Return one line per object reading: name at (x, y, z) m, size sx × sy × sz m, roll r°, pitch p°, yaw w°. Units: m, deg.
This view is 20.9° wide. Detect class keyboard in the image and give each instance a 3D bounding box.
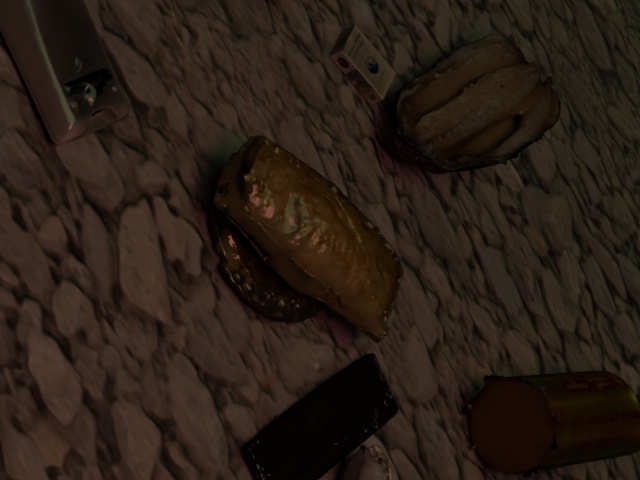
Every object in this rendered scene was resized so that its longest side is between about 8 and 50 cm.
keyboard at (0.003, 0.202, 1.878) m, size 0.250 × 0.017 × 0.087 m, roll -33°, pitch 101°, yaw -49°

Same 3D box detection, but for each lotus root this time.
lotus root at (0.185, -0.151, 2.193) m, size 0.167 × 0.078 × 0.329 m, roll 49°, pitch 41°, yaw 11°

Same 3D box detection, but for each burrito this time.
burrito at (0.041, 0.311, 1.843) m, size 0.064 × 0.064 × 0.203 m, roll 34°, pitch 52°, yaw -35°

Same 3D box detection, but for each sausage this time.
sausage at (0.323, 0.220, 2.146) m, size 0.317 × 0.117 × 0.125 m, roll 0°, pitch 35°, yaw -48°

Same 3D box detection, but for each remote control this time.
remote control at (-0.279, -0.256, 1.721) m, size 0.109 × 0.055 × 0.313 m, roll -30°, pitch 98°, yaw -50°

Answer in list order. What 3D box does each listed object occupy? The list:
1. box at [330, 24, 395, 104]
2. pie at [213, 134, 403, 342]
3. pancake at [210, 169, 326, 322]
box at (0.052, -0.213, 2.102) m, size 0.083 × 0.024 × 0.054 m, roll 47°, pitch 43°, yaw -23°
pie at (0.000, 0.000, 1.889) m, size 0.282 × 0.068 × 0.128 m, roll 42°, pitch 49°, yaw -35°
pancake at (-0.050, -0.001, 1.899) m, size 0.199 × 0.021 × 0.199 m, roll 21°, pitch 60°, yaw -42°
